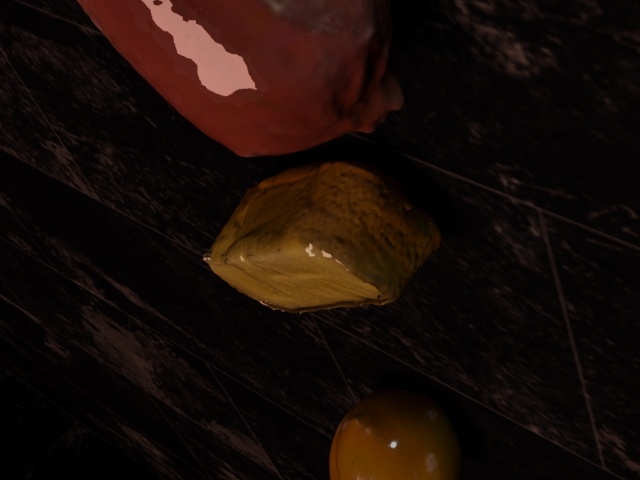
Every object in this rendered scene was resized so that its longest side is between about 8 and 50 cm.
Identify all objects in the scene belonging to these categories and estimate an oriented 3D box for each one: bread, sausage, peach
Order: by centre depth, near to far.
[{"bbox_3d":[-0.060,-0.149,0.643,0.254,0.148,0.148,45,159,-7],"label":"sausage"},{"bbox_3d":[0.000,0.000,0.908,0.102,0.094,0.245,38,162,-16],"label":"bread"},{"bbox_3d":[0.071,0.211,1.146,0.138,0.138,0.138,35,159,16],"label":"peach"}]
